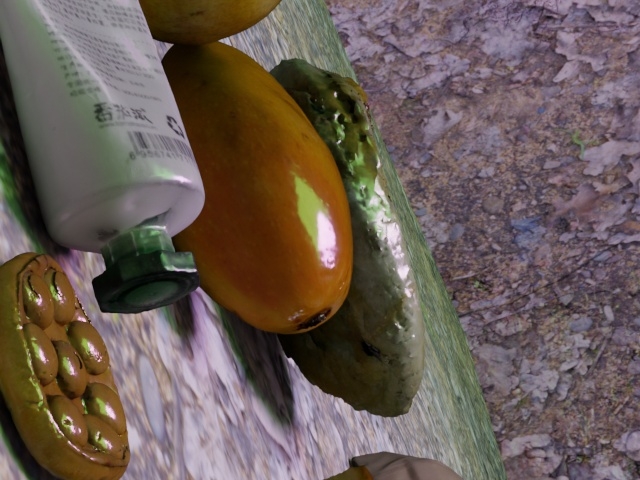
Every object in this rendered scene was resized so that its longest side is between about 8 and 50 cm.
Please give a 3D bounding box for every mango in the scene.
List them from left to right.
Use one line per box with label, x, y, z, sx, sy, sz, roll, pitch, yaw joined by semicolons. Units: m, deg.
mango;-0.053;-0.049;1.038;0.138;0.113;0.253;41;18;-44

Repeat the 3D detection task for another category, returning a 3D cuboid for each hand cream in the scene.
hand cream;-0.130;-0.124;0.823;0.121;0.076;0.336;14;52;-56

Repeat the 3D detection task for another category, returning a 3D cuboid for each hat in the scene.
hat;0.100;0.254;1.369;0.166;0.144;0.173;68;-15;-3

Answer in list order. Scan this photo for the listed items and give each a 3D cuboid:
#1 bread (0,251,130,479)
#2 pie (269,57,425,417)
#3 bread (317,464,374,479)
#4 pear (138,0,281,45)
bread;-0.109;0.054;0.680;0.110;0.024;0.110;-21;90;-84
pie;0.000;0.000;1.204;0.277;0.078;0.277;168;-90;-75
bread;0.052;0.276;1.210;0.088;0.049;0.226;-97;166;-61
pear;-0.083;-0.222;1.024;0.200;0.200;0.200;-20;90;-83
